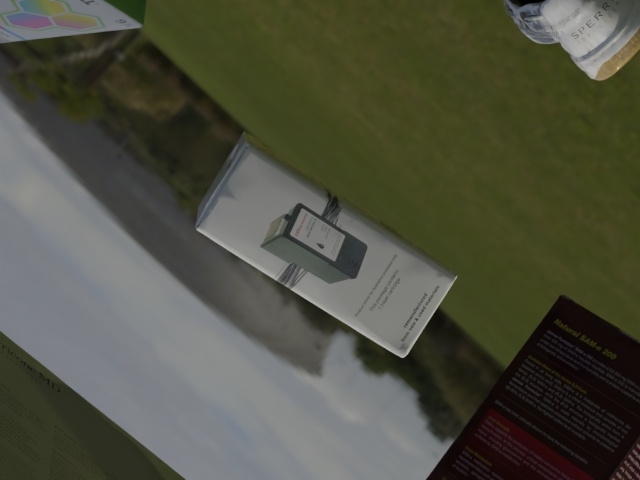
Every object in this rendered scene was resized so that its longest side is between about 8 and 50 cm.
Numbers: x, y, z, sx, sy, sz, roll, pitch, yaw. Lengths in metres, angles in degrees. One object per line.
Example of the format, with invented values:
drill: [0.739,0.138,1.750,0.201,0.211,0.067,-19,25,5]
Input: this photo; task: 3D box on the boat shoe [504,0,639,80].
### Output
boat shoe: [0.185,-0.211,1.267,0.096,0.098,0.277,38,-171,-17]

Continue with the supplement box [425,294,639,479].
supplement box: [0.179,0.178,1.267,0.130,0.239,0.073,34,174,37]

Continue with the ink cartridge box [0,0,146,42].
ink cartridge box: [-0.216,-0.221,1.359,0.209,0.062,0.109,-2,167,24]

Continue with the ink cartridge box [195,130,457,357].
ink cartridge box: [0.000,0.000,1.806,0.273,0.115,0.198,32,-176,-7]

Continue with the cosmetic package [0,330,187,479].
cosmetic package: [-0.180,0.243,1.238,0.377,0.097,0.284,42,-165,-19]
